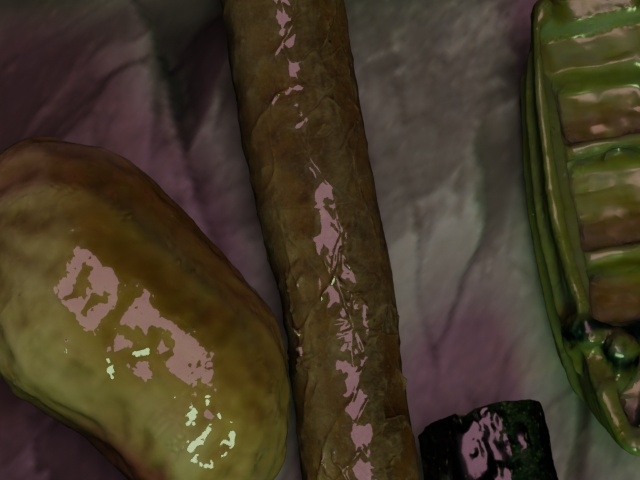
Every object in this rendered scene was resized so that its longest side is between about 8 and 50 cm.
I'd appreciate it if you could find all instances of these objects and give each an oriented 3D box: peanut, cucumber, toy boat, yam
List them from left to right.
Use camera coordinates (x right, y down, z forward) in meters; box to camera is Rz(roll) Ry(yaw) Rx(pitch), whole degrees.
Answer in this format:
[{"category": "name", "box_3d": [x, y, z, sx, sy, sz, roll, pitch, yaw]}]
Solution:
[{"category": "peanut", "box_3d": [-0.102, 0.043, 0.760, 0.224, 0.129, 0.129, 41, 74, 5]}, {"category": "yam", "box_3d": [0.000, 0.000, 0.814, 0.081, 0.081, 0.357, -7, 80, -11]}, {"category": "cucumber", "box_3d": [0.104, 0.209, 0.781, 0.074, 0.074, 0.242, -7, 79, -11]}, {"category": "toy boat", "box_3d": [0.178, -0.006, 0.843, 0.111, 0.084, 0.276, -8, 75, -8]}]
